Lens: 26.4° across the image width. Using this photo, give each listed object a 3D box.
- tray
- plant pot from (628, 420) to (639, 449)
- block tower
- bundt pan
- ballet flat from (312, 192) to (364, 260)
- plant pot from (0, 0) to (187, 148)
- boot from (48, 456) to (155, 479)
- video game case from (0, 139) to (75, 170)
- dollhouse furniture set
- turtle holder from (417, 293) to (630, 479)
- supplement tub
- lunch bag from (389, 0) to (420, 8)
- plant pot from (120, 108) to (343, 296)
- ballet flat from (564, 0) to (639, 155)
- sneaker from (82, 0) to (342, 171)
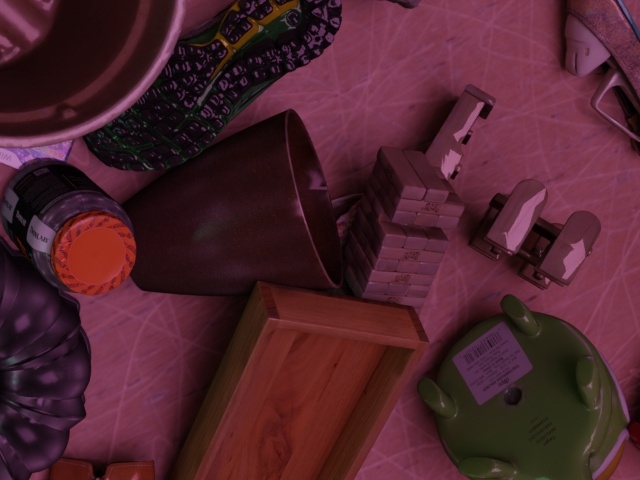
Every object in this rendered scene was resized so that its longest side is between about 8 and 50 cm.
[{"bbox_3d":[-0.049,0.239,1.644,0.202,0.076,0.411,10,125,-24],"label":"tray"},{"bbox_3d":[0.549,0.259,1.933,0.191,0.191,0.174,37,86,-24],"label":"plant pot"},{"bbox_3d":[0.071,0.055,1.677,0.091,0.097,0.335,6,123,-24],"label":"block tower"},{"bbox_3d":[-0.411,0.158,1.551,0.330,0.124,0.331,-4,100,-21],"label":"bundt pan"},{"bbox_3d":[0.000,0.000,1.730,0.241,0.091,0.077,-30,79,-20],"label":"ballet flat"},{"bbox_3d":[-0.338,-0.276,1.408,0.333,0.305,0.334,-4,101,-22],"label":"plant pot"},{"bbox_3d":[-0.325,0.370,1.633,0.283,0.109,0.220,-2,84,3],"label":"boot"},{"bbox_3d":[-0.326,-0.138,1.597,0.087,0.011,0.122,21,91,-25],"label":"video game case"},{"bbox_3d":[0.247,-0.063,1.745,0.242,0.212,0.161,31,87,3],"label":"dollhouse furniture set"},{"bbox_3d":[0.306,0.241,1.767,0.243,0.320,0.227,-60,139,-10],"label":"turtle holder"},{"bbox_3d":[-0.281,-0.013,1.531,0.117,0.190,0.117,-10,112,-25],"label":"supplement tub"},{"bbox_3d":[0.045,-0.439,1.618,0.235,0.169,0.287,19,87,-24],"label":"lunch bag"},{"bbox_3d":[-0.113,-0.019,1.602,0.230,0.215,0.215,-15,106,10],"label":"plant pot"},{"bbox_3d":[0.396,-0.233,1.838,0.106,0.107,0.316,-39,111,2],"label":"ballet flat"},{"bbox_3d":[-0.125,-0.193,1.608,0.343,0.146,0.134,-30,98,2],"label":"sneaker"}]
